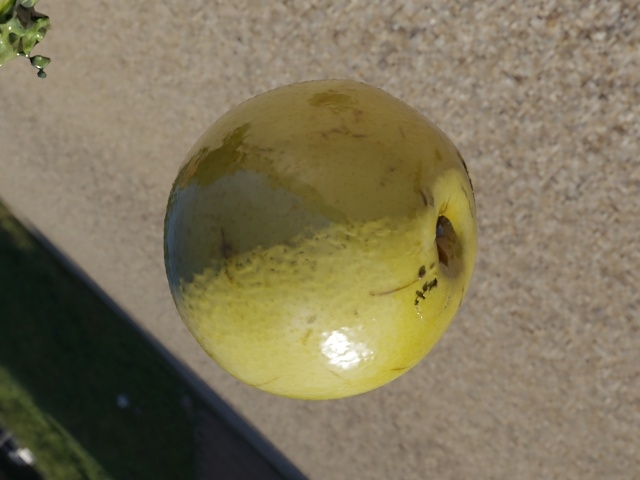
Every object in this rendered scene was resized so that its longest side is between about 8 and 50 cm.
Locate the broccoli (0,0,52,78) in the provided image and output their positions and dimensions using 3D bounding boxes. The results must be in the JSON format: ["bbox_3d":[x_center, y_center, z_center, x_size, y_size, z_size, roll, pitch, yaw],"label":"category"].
[{"bbox_3d":[-0.356,-0.321,1.308,0.281,0.347,0.293,-1,136,5],"label":"broccoli"}]

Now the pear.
[{"bbox_3d":[0.000,0.000,1.296,0.348,0.348,0.348,42,167,12],"label":"pear"}]
